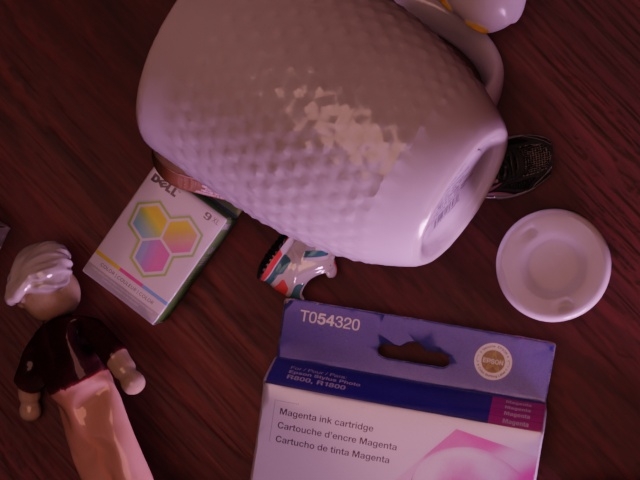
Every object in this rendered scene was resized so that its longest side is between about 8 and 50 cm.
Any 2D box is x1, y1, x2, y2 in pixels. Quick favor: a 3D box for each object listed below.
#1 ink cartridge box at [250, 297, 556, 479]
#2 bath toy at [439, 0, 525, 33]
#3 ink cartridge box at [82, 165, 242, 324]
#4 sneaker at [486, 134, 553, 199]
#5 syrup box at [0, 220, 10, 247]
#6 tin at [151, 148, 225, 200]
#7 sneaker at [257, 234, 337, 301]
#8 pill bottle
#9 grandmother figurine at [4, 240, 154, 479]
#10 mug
[{"bbox_3d":[0.085,0.254,1.772,0.324,0.071,0.330,9,100,8],"label":"ink cartridge box"},{"bbox_3d":[0.092,-0.367,1.705,0.348,0.151,0.129,37,115,8],"label":"bath toy"},{"bbox_3d":[-0.172,-0.017,1.813,0.109,0.062,0.209,37,96,7],"label":"ink cartridge box"},{"bbox_3d":[0.179,-0.074,1.751,0.178,0.077,0.072,-16,90,9],"label":"sneaker"},{"bbox_3d":[-0.502,-0.036,1.846,0.237,0.093,0.096,32,96,6],"label":"syrup box"},{"bbox_3d":[-0.103,-0.094,1.783,0.190,0.040,0.106,15,50,3],"label":"tin"},{"bbox_3d":[0.000,0.000,1.799,0.075,0.057,0.161,38,96,-12],"label":"sneaker"},{"bbox_3d":[0.253,0.023,1.678,0.119,0.208,0.119,0,92,9],"label":"pill bottle"},{"bbox_3d":[-0.284,0.166,1.818,0.208,0.104,0.342,-20,89,26],"label":"grandmother figurine"},{"bbox_3d":[0.046,-0.154,1.658,0.328,0.374,0.276,34,139,18],"label":"mug"}]
